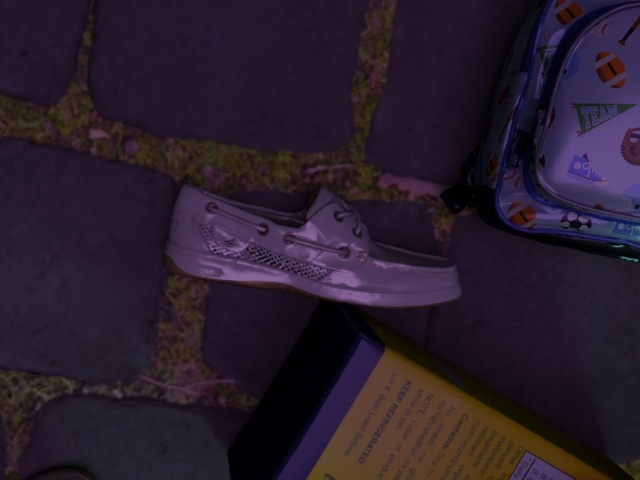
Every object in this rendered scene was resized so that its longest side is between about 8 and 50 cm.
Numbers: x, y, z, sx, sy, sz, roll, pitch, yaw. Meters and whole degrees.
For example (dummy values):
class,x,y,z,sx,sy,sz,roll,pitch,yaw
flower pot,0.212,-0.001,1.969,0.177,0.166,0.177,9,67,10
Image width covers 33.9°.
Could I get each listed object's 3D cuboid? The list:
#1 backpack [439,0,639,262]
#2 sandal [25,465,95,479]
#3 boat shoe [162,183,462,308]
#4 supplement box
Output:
class,x,y,z,sx,sy,sz,roll,pitch,yaw
backpack,0.274,-0.120,0.928,0.276,0.213,0.264,11,86,-7
sandal,-0.291,0.269,0.974,0.180,0.049,0.072,-19,100,-5
boat shoe,0.000,0.000,0.953,0.276,0.098,0.096,8,98,-8
supplement box,0.117,0.229,0.953,0.356,0.195,0.194,32,93,-10
